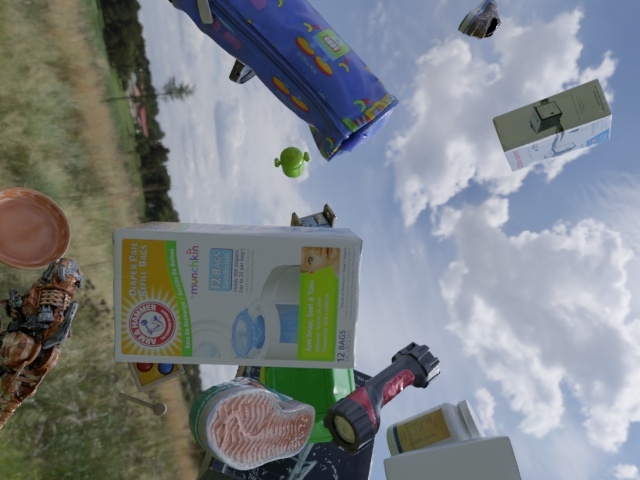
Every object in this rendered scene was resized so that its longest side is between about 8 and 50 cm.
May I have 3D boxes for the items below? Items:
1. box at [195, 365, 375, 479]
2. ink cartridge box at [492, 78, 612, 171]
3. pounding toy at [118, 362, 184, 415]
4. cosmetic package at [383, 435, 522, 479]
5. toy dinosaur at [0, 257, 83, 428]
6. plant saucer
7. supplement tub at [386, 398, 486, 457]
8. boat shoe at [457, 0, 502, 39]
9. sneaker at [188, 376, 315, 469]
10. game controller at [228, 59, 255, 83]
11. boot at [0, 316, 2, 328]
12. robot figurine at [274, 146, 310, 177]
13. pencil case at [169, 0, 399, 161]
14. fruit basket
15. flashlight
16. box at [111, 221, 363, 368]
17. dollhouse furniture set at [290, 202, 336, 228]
[{"bbox_3d":[-0.090,0.631,1.692,0.297,0.479,0.472,121,-10,-48],"label":"box"},{"bbox_3d":[0.448,-0.217,1.009,0.139,0.190,0.082,19,55,-61],"label":"ink cartridge box"},{"bbox_3d":[-0.463,0.375,1.409,0.206,0.181,0.094,65,-21,9],"label":"pounding toy"},{"bbox_3d":[0.253,0.452,0.972,0.225,0.224,0.138,52,25,-66],"label":"cosmetic package"},{"bbox_3d":[-0.539,0.182,0.926,0.164,0.218,0.322,65,34,-36],"label":"toy dinosaur"},{"bbox_3d":[-0.676,-0.024,1.184,0.037,0.200,0.200,-26,-107,35],"label":"plant saucer"},{"bbox_3d":[0.266,0.456,1.180,0.144,0.199,0.144,59,12,-21],"label":"supplement tub"},{"bbox_3d":[0.373,-0.498,1.189,0.066,0.183,0.066,39,-38,5],"label":"boat shoe"},{"bbox_3d":[-0.116,0.255,0.753,0.108,0.121,0.302,-69,154,-15],"label":"sneaker"},{"bbox_3d":[-0.124,-0.438,1.154,0.067,0.166,0.319,56,-13,-10],"label":"game controller"},{"bbox_3d":[-0.911,0.202,1.306,0.109,0.220,0.283,34,35,-60],"label":"boot"},{"bbox_3d":[-0.079,-0.220,1.464,0.115,0.101,0.067,84,-4,-71],"label":"robot figurine"},{"bbox_3d":[-0.043,-0.232,0.633,0.306,0.133,0.119,45,-53,-9],"label":"pencil case"},{"bbox_3d":[-0.049,0.368,1.434,0.392,0.282,0.392,-8,90,-86],"label":"fruit basket"},{"bbox_3d":[0.144,0.325,1.095,0.103,0.304,0.103,5,-70,47],"label":"flashlight"},{"bbox_3d":[-0.070,0.044,0.470,0.103,0.203,0.114,-107,-160,-84],"label":"box"},{"bbox_3d":[0.000,0.000,1.641,0.184,0.129,0.129,57,-28,32],"label":"dollhouse furniture set"}]
